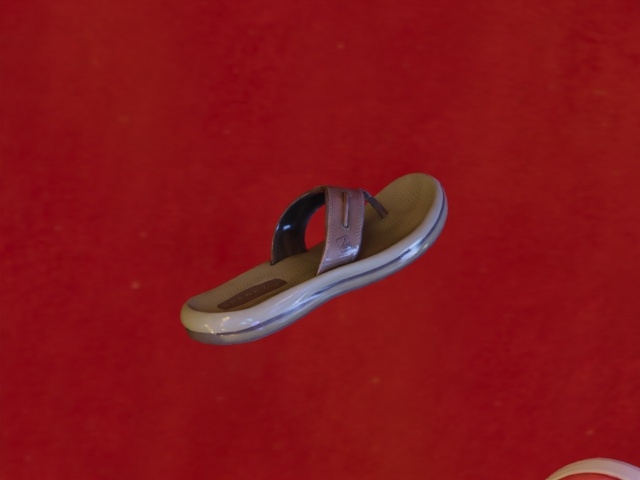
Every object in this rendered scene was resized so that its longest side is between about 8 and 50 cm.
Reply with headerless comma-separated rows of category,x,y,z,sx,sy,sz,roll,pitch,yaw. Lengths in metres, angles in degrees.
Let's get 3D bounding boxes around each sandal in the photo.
sandal,0.000,0.001,1.642,0.120,0.303,0.086,2,115,50

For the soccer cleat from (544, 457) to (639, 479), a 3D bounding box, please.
soccer cleat,0.082,0.256,0.850,0.109,0.116,0.318,23,103,20
